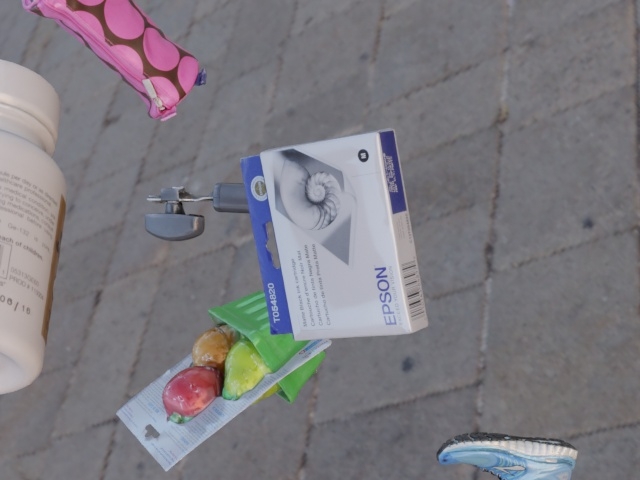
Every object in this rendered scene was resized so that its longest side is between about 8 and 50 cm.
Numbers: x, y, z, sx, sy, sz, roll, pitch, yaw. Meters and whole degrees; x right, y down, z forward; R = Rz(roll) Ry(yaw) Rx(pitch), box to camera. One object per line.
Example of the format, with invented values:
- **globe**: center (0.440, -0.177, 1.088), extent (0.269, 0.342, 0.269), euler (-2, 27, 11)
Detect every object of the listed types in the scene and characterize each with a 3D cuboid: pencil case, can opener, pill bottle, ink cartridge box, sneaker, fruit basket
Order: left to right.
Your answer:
- **pill bottle**: center (-0.256, -0.013, 0.817), extent (0.131, 0.131, 0.229), euler (-21, 54, 34)
- **pencil case**: center (-0.225, -0.221, 1.198), extent (0.095, 0.209, 0.098), euler (-28, 36, 35)
- **fruit basket**: center (-0.176, 0.254, 1.990), extent (0.353, 0.165, 0.327), euler (-43, 24, -14)
- **can opener**: center (-0.137, -0.042, 1.734), extent (0.283, 0.076, 0.095), euler (3, 94, 14)
- **ink cartridge box**: center (0.000, 0.000, 1.247), extent (0.223, 0.045, 0.223), euler (-8, 95, 37)
- **sneaker**: center (0.215, 0.264, 1.296), extent (0.162, 0.063, 0.073), euler (5, 88, 8)
